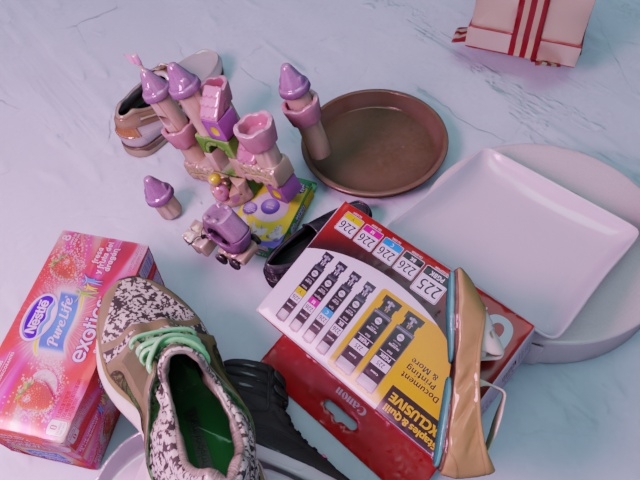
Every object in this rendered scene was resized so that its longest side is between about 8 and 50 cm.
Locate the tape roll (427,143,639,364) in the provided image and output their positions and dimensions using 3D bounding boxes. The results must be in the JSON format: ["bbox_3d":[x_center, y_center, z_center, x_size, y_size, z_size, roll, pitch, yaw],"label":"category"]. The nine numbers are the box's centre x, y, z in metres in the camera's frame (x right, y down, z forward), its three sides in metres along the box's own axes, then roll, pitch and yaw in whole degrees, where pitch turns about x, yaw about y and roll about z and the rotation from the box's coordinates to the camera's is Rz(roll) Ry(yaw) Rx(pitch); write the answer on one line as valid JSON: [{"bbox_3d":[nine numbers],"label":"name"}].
[{"bbox_3d":[0.348,0.008,0.958,0.391,0.072,0.392,-2,56,4],"label":"tape roll"}]

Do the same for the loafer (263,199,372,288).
[{"bbox_3d":[0.000,0.000,0.993,0.223,0.078,0.076,-37,60,-19],"label":"loafer"}]

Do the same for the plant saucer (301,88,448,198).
[{"bbox_3d":[0.102,-0.182,1.135,0.277,0.041,0.278,-3,54,4],"label":"plant saucer"}]

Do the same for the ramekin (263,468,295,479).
[{"bbox_3d":[-0.089,0.416,0.681,0.272,0.127,0.273,-2,54,3],"label":"ramekin"}]

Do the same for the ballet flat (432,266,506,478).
[{"bbox_3d":[0.173,0.148,0.677,0.073,0.080,0.233,5,81,8],"label":"ballet flat"}]

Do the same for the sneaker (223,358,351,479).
[{"bbox_3d":[-0.049,0.256,0.805,0.295,0.105,0.147,24,43,8],"label":"sneaker"}]

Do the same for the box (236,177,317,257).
[{"bbox_3d":[-0.083,-0.055,1.063,0.105,0.043,0.179,15,56,16],"label":"box"}]

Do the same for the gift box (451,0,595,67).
[{"bbox_3d":[0.420,-0.494,1.186,0.254,0.258,0.276,20,52,18],"label":"gift box"}]

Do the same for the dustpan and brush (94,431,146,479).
[{"bbox_3d":[-0.224,0.291,0.821,0.147,0.060,0.211,10,56,12],"label":"dustpan and brush"}]

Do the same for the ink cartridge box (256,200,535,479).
[{"bbox_3d":[0.079,0.148,0.813,0.309,0.130,0.272,35,82,26],"label":"ink cartridge box"}]

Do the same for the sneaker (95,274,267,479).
[{"bbox_3d":[-0.156,0.156,0.684,0.157,0.182,0.410,-13,45,-29],"label":"sneaker"}]

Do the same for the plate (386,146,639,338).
[{"bbox_3d":[0.282,-0.004,0.881,0.278,0.045,0.277,35,54,26],"label":"plate"}]

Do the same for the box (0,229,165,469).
[{"bbox_3d":[-0.350,0.155,0.870,0.142,0.154,0.300,10,58,6],"label":"box"}]

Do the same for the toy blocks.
[{"bbox_3d":[-0.184,-0.176,0.987,0.288,0.260,0.309,18,60,34],"label":"toy blocks"}]

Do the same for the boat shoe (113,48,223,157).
[{"bbox_3d":[-0.301,-0.305,1.221,0.113,0.103,0.302,21,60,19],"label":"boat shoe"}]
